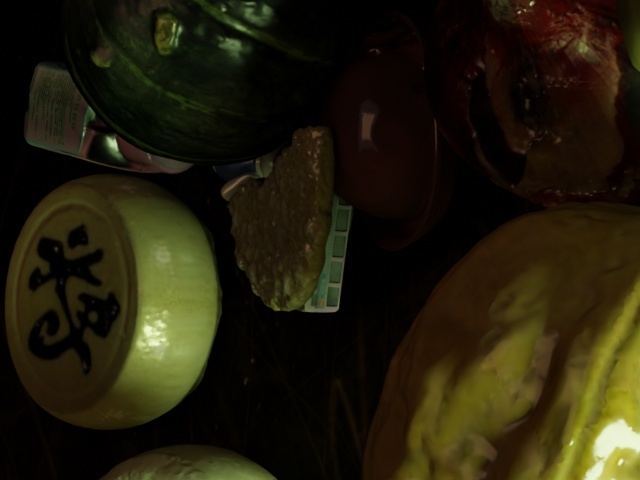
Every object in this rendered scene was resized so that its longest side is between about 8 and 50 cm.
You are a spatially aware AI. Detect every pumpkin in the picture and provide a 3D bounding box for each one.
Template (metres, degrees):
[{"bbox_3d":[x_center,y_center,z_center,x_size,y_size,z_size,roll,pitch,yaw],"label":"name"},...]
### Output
[{"bbox_3d":[-0.091,-0.223,1.709,0.323,0.241,0.323,-60,11,19],"label":"pumpkin"}]

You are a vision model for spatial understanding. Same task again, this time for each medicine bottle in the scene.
[{"bbox_3d":[-0.200,-0.121,1.947,0.188,0.119,0.094,16,97,47],"label":"medicine bottle"}]

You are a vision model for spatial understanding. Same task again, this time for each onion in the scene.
[{"bbox_3d":[0.184,-0.156,1.483,0.272,0.195,0.272,-12,72,40],"label":"onion"}]

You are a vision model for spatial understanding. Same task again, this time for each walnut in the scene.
[{"bbox_3d":[0.197,0.128,1.369,0.306,0.306,0.344,34,112,44],"label":"walnut"}]

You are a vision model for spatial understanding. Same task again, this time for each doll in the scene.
[{"bbox_3d":[-0.056,-0.079,1.835,0.143,0.057,0.099,16,76,46],"label":"doll"}]

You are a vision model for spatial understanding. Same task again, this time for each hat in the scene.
[{"bbox_3d":[0.047,-0.092,1.662,0.205,0.089,0.206,176,90,-69],"label":"hat"}]

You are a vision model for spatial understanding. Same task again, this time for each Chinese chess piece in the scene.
[{"bbox_3d":[-0.212,0.061,1.953,0.257,0.104,0.257,-7,81,48],"label":"Chinese chess piece"}]

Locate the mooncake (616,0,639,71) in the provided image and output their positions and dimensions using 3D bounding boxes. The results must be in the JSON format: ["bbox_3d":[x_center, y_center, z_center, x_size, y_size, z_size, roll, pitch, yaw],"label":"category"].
[{"bbox_3d":[0.370,-0.254,1.100,0.467,0.467,0.262,-18,86,45],"label":"mooncake"}]

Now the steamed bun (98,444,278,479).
[{"bbox_3d":[-0.104,0.326,1.748,0.283,0.177,0.283,-12,73,42],"label":"steamed bun"}]

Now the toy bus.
[{"bbox_3d":[0.000,0.000,1.766,0.037,0.052,0.131,16,100,60],"label":"toy bus"}]

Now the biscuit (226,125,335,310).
[{"bbox_3d":[-0.032,-0.006,1.717,0.250,0.032,0.133,143,121,-65],"label":"biscuit"}]
